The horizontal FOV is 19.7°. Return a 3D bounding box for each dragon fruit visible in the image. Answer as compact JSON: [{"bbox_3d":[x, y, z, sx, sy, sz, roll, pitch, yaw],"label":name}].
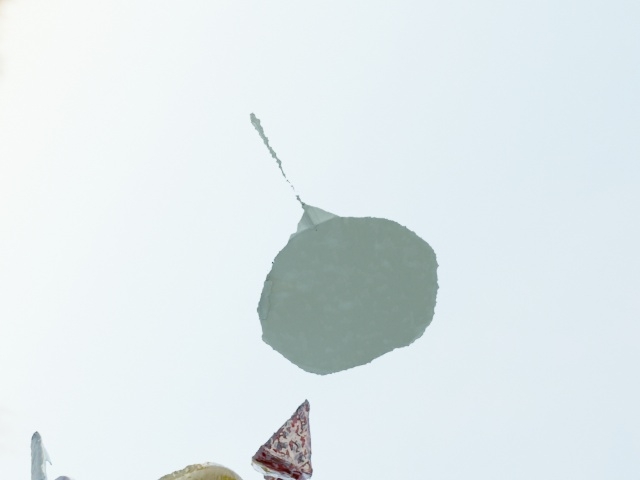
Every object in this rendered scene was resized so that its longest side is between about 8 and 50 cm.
[{"bbox_3d":[-0.034,0.239,1.986,0.097,0.063,0.131,-46,172,-31],"label":"dragon fruit"}]

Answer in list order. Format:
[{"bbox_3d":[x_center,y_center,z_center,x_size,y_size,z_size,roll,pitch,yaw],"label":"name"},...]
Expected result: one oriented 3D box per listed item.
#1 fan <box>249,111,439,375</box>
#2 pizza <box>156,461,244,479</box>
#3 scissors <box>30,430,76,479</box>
[{"bbox_3d":[0.000,-0.001,1.682,0.182,0.310,0.010,-25,-145,2],"label":"fan"},{"bbox_3d":[-0.165,0.326,1.742,0.034,0.181,0.262,33,-71,34],"label":"pizza"},{"bbox_3d":[-0.236,0.214,1.560,0.110,0.021,0.212,-56,-162,12],"label":"scissors"}]
